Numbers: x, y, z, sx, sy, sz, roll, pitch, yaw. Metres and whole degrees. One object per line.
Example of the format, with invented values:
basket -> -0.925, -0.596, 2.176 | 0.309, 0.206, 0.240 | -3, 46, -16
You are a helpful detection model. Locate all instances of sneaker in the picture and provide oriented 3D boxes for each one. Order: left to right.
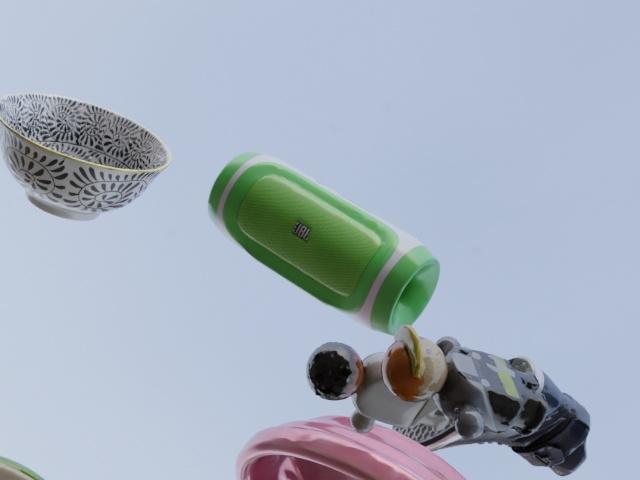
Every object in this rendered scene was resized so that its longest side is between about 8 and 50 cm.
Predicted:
sneaker -> 0.207, 0.226, 1.350 | 0.226, 0.163, 0.086 | -26, -140, 41

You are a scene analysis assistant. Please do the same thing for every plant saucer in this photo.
plant saucer -> 0.066, 0.297, 1.229 | 0.332, 0.084, 0.332 | 25, -33, 18

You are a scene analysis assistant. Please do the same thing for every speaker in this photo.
speaker -> 0.000, 0.000, 1.454 | 0.296, 0.131, 0.131 | 31, -73, 26

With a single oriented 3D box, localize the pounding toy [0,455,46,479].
pounding toy -> -0.233, 0.237, 0.816 | 0.237, 0.110, 0.183 | 37, -90, -14

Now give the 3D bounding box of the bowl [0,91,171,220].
bowl -> -0.235, -0.070, 1.097 | 0.170, 0.170, 0.080 | 32, -68, 25

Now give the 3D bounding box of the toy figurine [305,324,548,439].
toy figurine -> 0.055, 0.173, 0.896 | 0.213, 0.148, 0.210 | -10, -116, 66
